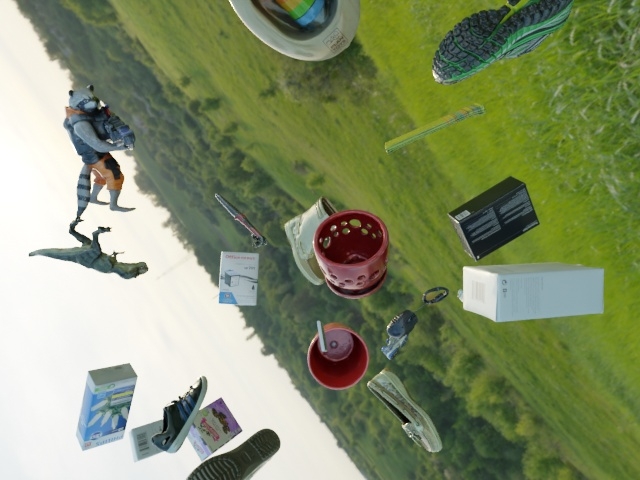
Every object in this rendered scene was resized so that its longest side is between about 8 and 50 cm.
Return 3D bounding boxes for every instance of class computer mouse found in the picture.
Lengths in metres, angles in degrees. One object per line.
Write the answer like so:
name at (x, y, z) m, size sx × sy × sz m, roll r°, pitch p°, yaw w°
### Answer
computer mouse at (0.311, 0.232, 1.508) m, size 0.071 × 0.242 × 0.041 m, roll 46°, pitch -169°, yaw -5°

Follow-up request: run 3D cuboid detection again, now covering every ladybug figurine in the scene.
ladybug figurine at (-0.075, -0.684, 1.279) m, size 0.449 × 0.305 × 0.162 m, roll 34°, pitch -151°, yaw -41°

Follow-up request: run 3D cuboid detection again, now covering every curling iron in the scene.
curling iron at (-0.295, -0.074, 1.713) m, size 0.274 × 0.035 × 0.068 m, roll 45°, pitch 134°, yaw 11°

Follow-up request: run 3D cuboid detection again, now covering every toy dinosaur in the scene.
toy dinosaur at (-0.527, 0.015, 1.069) m, size 0.267 × 0.118 × 0.064 m, roll 13°, pitch -165°, yaw -5°

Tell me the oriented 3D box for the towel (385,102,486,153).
towel at (0.265, -0.264, 1.110) m, size 0.021 × 0.237 × 0.102 m, roll 65°, pitch -165°, yaw -13°

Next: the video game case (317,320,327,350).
video game case at (0.006, 0.290, 1.423) m, size 0.122 × 0.011 × 0.087 m, roll 72°, pitch -172°, yaw -76°

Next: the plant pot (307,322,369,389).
plant pot at (0.072, 0.496, 2.132) m, size 0.275 × 0.274 × 0.243 m, roll 55°, pitch -179°, yaw -5°

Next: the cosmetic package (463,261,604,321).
cosmetic package at (0.689, 0.160, 1.543) m, size 0.217 × 0.384 × 0.157 m, roll -162°, pitch 72°, yaw -79°

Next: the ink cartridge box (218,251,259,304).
ink cartridge box at (-0.300, 0.140, 1.734) m, size 0.082 × 0.139 × 0.191 m, roll 152°, pitch 121°, yaw -80°

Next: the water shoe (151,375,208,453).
water shoe at (-0.351, 0.423, 1.185) m, size 0.080 × 0.203 × 0.073 m, roll 31°, pitch 137°, yaw -15°

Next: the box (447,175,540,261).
box at (0.613, -0.077, 1.670) m, size 0.184 × 0.261 × 0.103 m, roll 58°, pitch -176°, yaw -24°

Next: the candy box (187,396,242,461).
candy box at (-0.422, 0.729, 1.833) m, size 0.165 × 0.070 × 0.196 m, roll 53°, pitch -155°, yaw 12°

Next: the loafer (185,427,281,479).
loafer at (-0.218, 0.584, 1.193) m, size 0.102 × 0.268 × 0.092 m, roll 46°, pitch 141°, yaw 33°

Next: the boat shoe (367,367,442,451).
boat shoe at (0.259, 0.538, 1.462) m, size 0.285 × 0.089 × 0.105 m, roll 51°, pitch 154°, yaw 21°

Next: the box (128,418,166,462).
box at (-0.559, 0.650, 1.531) m, size 0.087 × 0.101 × 0.101 m, roll -44°, pitch 60°, yaw 50°

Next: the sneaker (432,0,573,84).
sneaker at (0.425, -0.459, 1.094) m, size 0.146 × 0.343 × 0.134 m, roll 38°, pitch -151°, yaw -58°

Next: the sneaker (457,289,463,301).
sneaker at (0.567, 0.218, 1.796) m, size 0.075 × 0.057 × 0.161 m, roll 36°, pitch -177°, yaw 31°

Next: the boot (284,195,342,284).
boot at (0.000, 0.000, 1.627) m, size 0.095 × 0.203 × 0.262 m, roll 5°, pitch -124°, yaw -52°

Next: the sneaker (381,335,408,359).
sneaker at (0.264, 0.354, 1.661) m, size 0.058 × 0.135 × 0.052 m, roll 30°, pitch 142°, yaw 27°

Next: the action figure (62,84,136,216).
action figure at (-0.582, -0.232, 1.230) m, size 0.341 × 0.178 × 0.331 m, roll 23°, pitch 124°, yaw 57°

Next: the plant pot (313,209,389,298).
plant pot at (0.089, 0.044, 1.222) m, size 0.191 × 0.191 × 0.174 m, roll 44°, pitch 162°, yaw 38°

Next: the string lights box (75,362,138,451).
string lights box at (-0.678, 0.524, 1.493) m, size 0.076 × 0.133 × 0.260 m, roll 35°, pitch 115°, yaw 39°
